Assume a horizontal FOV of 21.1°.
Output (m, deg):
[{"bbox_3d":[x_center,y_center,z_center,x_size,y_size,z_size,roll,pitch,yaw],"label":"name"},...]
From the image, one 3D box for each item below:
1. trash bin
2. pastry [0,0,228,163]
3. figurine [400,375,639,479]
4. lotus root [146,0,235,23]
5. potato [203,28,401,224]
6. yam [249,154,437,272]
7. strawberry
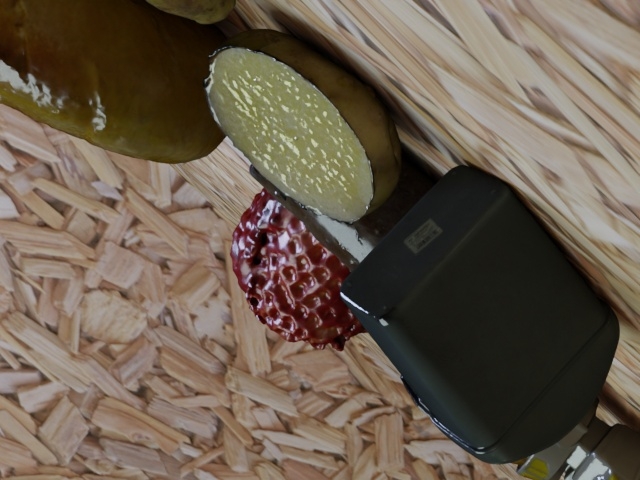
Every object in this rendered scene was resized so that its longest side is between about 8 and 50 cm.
[{"bbox_3d":[0.143,0.072,1.453,0.236,0.177,0.101,49,172,-35],"label":"trash bin"},{"bbox_3d":[-0.235,-0.193,1.693,0.356,0.164,0.356,25,-175,-2],"label":"pastry"},{"bbox_3d":[0.235,0.198,1.936,0.308,0.143,0.308,33,155,18],"label":"figurine"},{"bbox_3d":[-0.165,-0.266,1.373,0.258,0.097,0.110,36,-174,-39],"label":"lotus root"},{"bbox_3d":[-0.006,-0.109,1.501,0.200,0.081,0.164,40,146,19],"label":"potato"},{"bbox_3d":[0.070,-0.011,1.596,0.279,0.131,0.131,43,175,7],"label":"yam"},{"bbox_3d":[0.000,0.000,1.928,0.205,0.205,0.244,40,154,12],"label":"strawberry"}]
